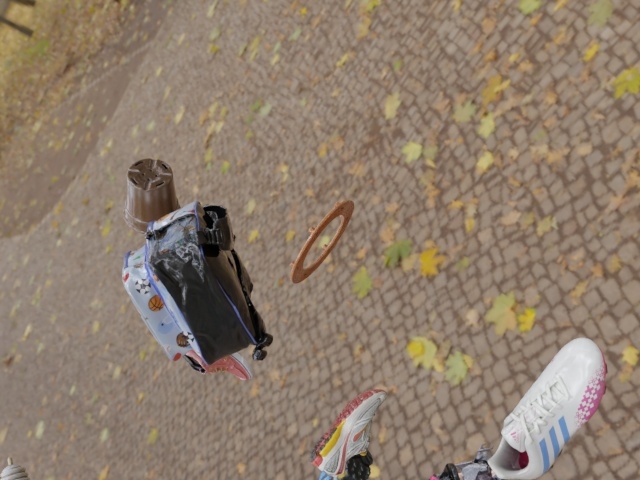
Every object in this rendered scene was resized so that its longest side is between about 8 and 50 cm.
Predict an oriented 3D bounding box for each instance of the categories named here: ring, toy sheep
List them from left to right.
[{"bbox_3d":[-0.810,0.638,1.946,0.091,0.091,0.132,-31,72,44],"label":"toy sheep"},{"bbox_3d":[0.000,0.000,2.447,0.336,0.032,0.336,-50,-14,-17],"label":"ring"}]

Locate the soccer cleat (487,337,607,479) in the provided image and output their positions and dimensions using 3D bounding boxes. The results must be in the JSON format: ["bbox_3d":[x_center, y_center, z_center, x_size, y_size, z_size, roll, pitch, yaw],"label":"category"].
[{"bbox_3d":[0.429,0.334,1.411,0.116,0.143,0.331,48,128,48],"label":"soccer cleat"}]

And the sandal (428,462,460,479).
[{"bbox_3d":[0.215,0.451,1.329,0.179,0.040,0.067,104,158,-56],"label":"sandal"}]

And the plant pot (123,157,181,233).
[{"bbox_3d":[-0.478,-0.132,2.088,0.165,0.167,0.167,100,169,-48],"label":"plant pot"}]

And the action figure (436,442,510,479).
[{"bbox_3d":[0.317,0.551,1.582,0.185,0.099,0.285,-38,15,50],"label":"action figure"}]

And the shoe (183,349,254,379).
[{"bbox_3d":[-0.232,0.275,1.656,0.063,0.178,0.081,-21,30,51],"label":"shoe"}]

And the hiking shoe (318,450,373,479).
[{"bbox_3d":[0.036,0.674,1.914,0.132,0.113,0.304,-35,18,54],"label":"hiking shoe"}]

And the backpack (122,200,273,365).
[{"bbox_3d":[-0.221,0.066,1.311,0.213,0.277,0.263,-17,28,4],"label":"backpack"}]

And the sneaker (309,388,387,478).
[{"bbox_3d":[0.075,0.423,1.635,0.225,0.092,0.088,-49,4,-17],"label":"sneaker"}]
